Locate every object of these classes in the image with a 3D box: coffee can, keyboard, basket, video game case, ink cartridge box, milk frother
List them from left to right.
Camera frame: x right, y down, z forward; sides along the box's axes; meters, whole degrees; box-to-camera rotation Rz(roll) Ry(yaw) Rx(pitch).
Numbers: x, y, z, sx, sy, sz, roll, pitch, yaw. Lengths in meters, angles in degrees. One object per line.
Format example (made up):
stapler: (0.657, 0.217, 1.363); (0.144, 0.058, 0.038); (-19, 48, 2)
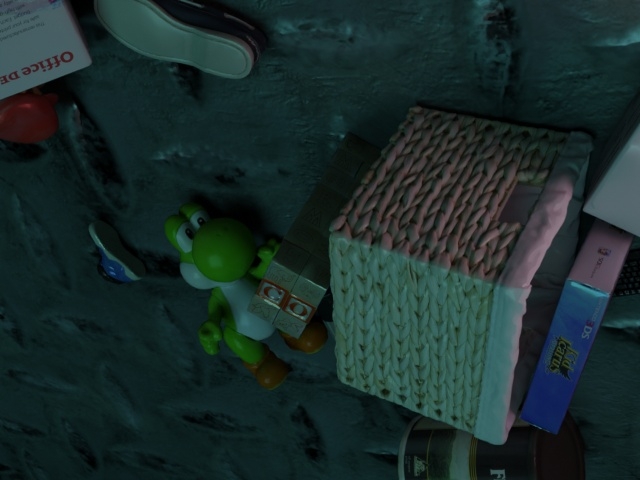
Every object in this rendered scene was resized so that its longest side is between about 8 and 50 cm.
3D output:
ink cartridge box: (-0.475, -0.363, 1.314); (0.198, 0.197, 0.270); (-23, 127, -6)
milk frother: (0.073, 0.105, 1.571); (0.143, 0.129, 0.134); (-6, 124, 42)
basket: (0.195, 0.040, 1.294); (0.267, 0.328, 0.331); (16, 138, 22)
coffee can: (0.308, 0.408, 1.681); (0.275, 0.201, 0.201); (-11, 124, 38)
video game case: (0.363, 0.090, 1.281); (0.061, 0.244, 0.269); (21, 132, 17)
keyboard: (0.488, 0.058, 1.366); (0.180, 0.023, 0.108); (-11, 125, 38)

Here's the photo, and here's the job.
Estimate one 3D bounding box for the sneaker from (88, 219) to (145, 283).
sneaker: (-0.421, 0.029, 1.831); (0.085, 0.058, 0.152); (-19, 127, 31)

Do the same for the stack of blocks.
stack of blocks: (0.000, 0.000, 1.380); (0.087, 0.297, 0.171); (28, 138, 1)

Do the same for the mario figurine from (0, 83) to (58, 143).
mario figurine: (-0.545, -0.307, 1.555); (0.320, 0.170, 0.198); (54, 171, -10)

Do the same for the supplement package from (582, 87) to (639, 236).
supplement package: (0.492, -0.090, 1.124); (0.262, 0.145, 0.204); (25, 139, 5)

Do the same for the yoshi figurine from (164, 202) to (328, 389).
yoshi figurine: (-0.135, 0.091, 1.646); (0.203, 0.203, 0.362); (-24, 115, 25)

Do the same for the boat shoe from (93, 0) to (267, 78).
boat shoe: (-0.202, -0.314, 1.350); (0.255, 0.079, 0.095); (18, 135, 10)
